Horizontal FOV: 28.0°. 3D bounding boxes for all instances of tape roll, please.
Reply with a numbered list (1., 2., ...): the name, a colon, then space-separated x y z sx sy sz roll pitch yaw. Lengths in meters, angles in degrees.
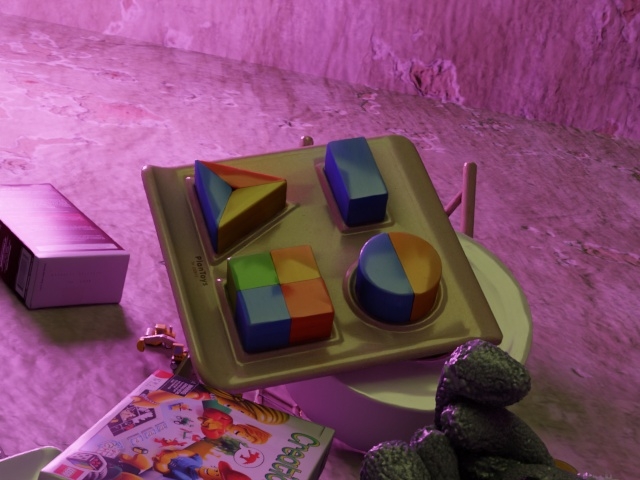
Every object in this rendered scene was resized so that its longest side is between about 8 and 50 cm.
1. tape roll: 0.094 0.106 1.465 0.286 0.100 0.286 7 47 -7

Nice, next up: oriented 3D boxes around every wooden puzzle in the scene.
1. wooden puzzle: 0.000 0.000 1.418 0.348 0.080 0.322 -7 50 -17

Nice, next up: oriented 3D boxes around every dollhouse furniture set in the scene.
1. dollhouse furniture set: -0.095 0.184 1.410 0.152 0.058 0.076 31 10 -9

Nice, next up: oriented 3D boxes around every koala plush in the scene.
1. koala plush: 0.185 0.244 1.189 0.221 0.203 0.196 28 65 33

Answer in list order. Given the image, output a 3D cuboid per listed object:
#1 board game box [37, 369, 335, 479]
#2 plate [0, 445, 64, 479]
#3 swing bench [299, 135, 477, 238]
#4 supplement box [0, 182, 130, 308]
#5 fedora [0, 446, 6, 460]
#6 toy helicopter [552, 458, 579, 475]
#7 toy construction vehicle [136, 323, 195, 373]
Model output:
1. board game box: -0.108 0.206 1.140 0.193 0.053 0.305 18 13 7
2. plate: -0.248 0.278 1.004 0.278 0.045 0.277 -14 33 -44
3. swing bench: 0.071 0.023 1.701 0.253 0.165 0.254 9 60 -16
4. supplement box: -0.361 0.001 1.652 0.130 0.073 0.239 -2 26 -38
5. fedora: -0.414 0.145 1.158 0.275 0.124 0.244 14 21 2
6. toy helicopter: 0.311 0.301 1.266 0.235 0.140 0.355 -15 23 -37
7. toy construction vehicle: -0.163 0.120 1.518 0.098 0.035 0.086 13 20 -1
